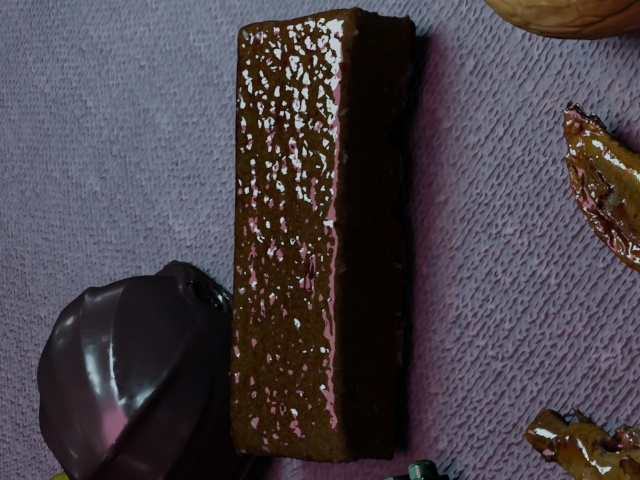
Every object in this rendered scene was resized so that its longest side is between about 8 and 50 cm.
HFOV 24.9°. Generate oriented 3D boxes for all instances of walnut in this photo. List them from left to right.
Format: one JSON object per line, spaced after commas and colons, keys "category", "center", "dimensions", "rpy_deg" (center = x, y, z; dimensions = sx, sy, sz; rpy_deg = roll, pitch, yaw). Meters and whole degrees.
{"category": "walnut", "center": [0.213, -0.237, 1.118], "dimensions": [0.197, 0.165, 0.165], "rpy_deg": [-3, 85, 37]}

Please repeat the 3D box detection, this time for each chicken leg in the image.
{"category": "chicken leg", "center": [0.237, 0.176, 1.116], "dimensions": [0.207, 0.085, 0.101], "rpy_deg": [30, 142, 50]}

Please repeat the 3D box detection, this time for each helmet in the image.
{"category": "helmet", "center": [-0.199, 0.147, 1.485], "dimensions": [0.225, 0.177, 0.305], "rpy_deg": [-54, 50, 24]}

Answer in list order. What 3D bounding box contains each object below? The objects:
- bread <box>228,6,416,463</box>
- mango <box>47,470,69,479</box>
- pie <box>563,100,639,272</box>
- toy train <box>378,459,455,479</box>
{"category": "bread", "center": [0.000, 0.000, 1.351], "dimensions": [0.165, 0.113, 0.416], "rpy_deg": [2, 90, 47]}
{"category": "mango", "center": [-0.291, 0.432, 1.541], "dimensions": [0.264, 0.221, 0.378], "rpy_deg": [32, 105, 55]}
{"category": "pie", "center": [0.250, -0.026, 1.154], "dimensions": [0.191, 0.033, 0.088], "rpy_deg": [50, 136, 34]}
{"category": "toy train", "center": [0.092, 0.281, 1.271], "dimensions": [0.111, 0.071, 0.170], "rpy_deg": [-29, 68, 51]}
